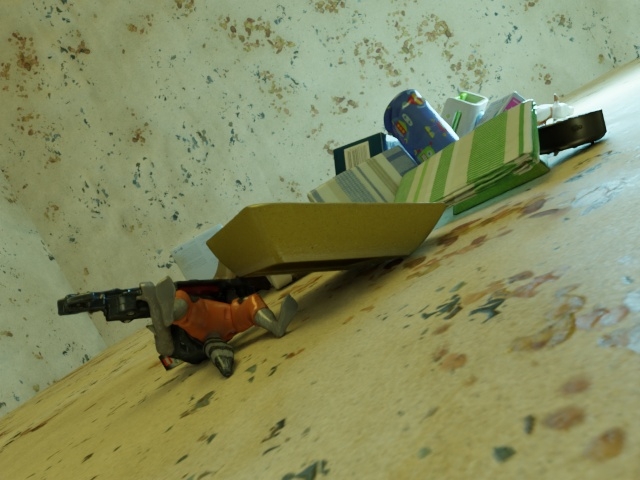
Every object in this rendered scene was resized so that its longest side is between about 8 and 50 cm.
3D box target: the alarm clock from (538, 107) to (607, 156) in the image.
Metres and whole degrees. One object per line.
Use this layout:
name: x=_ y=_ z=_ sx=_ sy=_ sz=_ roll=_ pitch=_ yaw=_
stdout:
alarm clock: x=0.478 y=-0.207 z=0.898 sx=0.192 sy=0.064 sz=0.129 roll=-26 pitch=11 yaw=-39

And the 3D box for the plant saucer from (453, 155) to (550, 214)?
plant saucer: x=0.357 y=-0.129 z=0.951 sx=0.188 sy=0.045 sz=0.188 roll=-27 pitch=4 yaw=28

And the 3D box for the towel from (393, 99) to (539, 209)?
towel: x=0.276 y=-0.140 z=0.935 sx=0.325 sy=0.038 sz=0.247 roll=-32 pitch=22 yaw=40

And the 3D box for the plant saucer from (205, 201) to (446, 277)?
plant saucer: x=-0.005 y=0.009 z=0.826 sx=0.333 sy=0.080 sz=0.333 roll=-2 pitch=-9 yaw=-24

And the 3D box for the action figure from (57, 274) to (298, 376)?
action figure: x=-0.239 y=0.145 z=0.776 sx=0.342 sy=0.178 sz=0.330 roll=-3 pitch=-15 yaw=-28

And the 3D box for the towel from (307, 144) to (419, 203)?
towel: x=0.134 y=-0.098 z=1.114 sx=0.285 sy=0.209 sz=0.034 roll=-30 pitch=-23 yaw=-16

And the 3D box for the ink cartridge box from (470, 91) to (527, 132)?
ink cartridge box: x=0.499 y=-0.304 z=1.473 sx=0.311 sy=0.065 sz=0.186 roll=-54 pitch=4 yaw=6

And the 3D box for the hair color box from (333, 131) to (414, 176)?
hair color box: x=0.215 y=-0.221 z=1.428 sx=0.174 sy=0.105 sz=0.347 roll=-11 pitch=-9 yaw=40

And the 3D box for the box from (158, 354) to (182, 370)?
box: x=-0.273 y=0.217 z=1.056 sx=0.114 sy=0.036 sz=0.207 roll=-29 pitch=4 yaw=3

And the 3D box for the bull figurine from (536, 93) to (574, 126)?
bull figurine: x=0.671 y=-0.376 z=1.570 sx=0.311 sy=0.101 sz=0.188 roll=-27 pitch=1 yaw=19

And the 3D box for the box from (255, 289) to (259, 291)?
box: x=-0.198 y=0.086 z=1.471 sx=0.184 sy=0.045 sz=0.190 roll=-29 pitch=-34 yaw=-26

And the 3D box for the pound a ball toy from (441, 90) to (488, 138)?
pound a ball toy: x=0.463 y=-0.332 z=1.635 sx=0.208 sy=0.136 sz=0.319 roll=-34 pitch=-37 yaw=-44

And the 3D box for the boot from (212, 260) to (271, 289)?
boot: x=-0.210 y=0.124 z=1.314 sx=0.090 sy=0.248 sz=0.207 roll=3 pitch=-13 yaw=38

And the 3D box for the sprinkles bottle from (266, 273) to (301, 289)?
sprinkles bottle: x=0.000 y=0.000 z=1.313 sx=0.356 sy=0.121 sz=0.121 roll=-30 pitch=4 yaw=-16

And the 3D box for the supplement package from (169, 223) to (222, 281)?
supplement package: x=-0.388 y=0.104 z=1.723 sx=0.199 sy=0.262 sz=0.198 roll=-29 pitch=3 yaw=-10

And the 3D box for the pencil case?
pencil case: x=0.276 y=-0.242 z=1.193 sx=0.119 sy=0.306 sz=0.133 roll=-9 pitch=-32 yaw=-46
